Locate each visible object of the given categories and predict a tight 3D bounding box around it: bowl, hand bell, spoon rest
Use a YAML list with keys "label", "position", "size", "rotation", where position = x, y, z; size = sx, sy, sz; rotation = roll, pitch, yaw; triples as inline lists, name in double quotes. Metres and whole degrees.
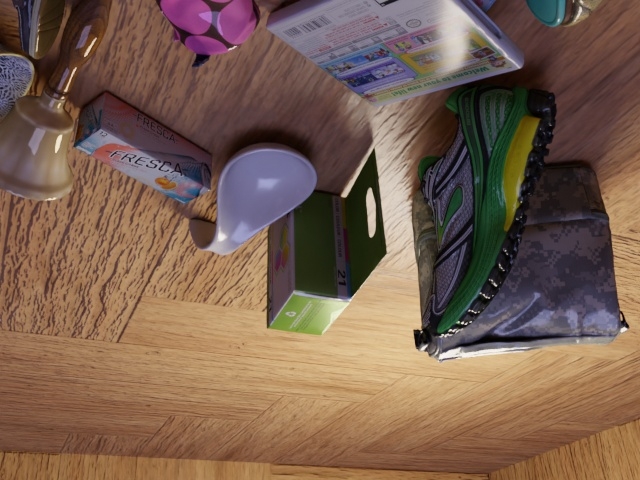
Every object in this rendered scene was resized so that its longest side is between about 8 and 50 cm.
- label: "bowl"
  position: [-0.411, -0.176, 0.754]
  size: [0.080, 0.170, 0.170]
  rotation: [50, 135, 0]
- label: "hand bell"
  position: [-0.292, -0.176, 0.770]
  size: [0.126, 0.126, 0.242]
  rotation: [19, 120, -33]
- label: "spoon rest"
  position: [-0.111, -0.052, 1.020]
  size: [0.137, 0.084, 0.276]
  rotation: [16, 145, -30]

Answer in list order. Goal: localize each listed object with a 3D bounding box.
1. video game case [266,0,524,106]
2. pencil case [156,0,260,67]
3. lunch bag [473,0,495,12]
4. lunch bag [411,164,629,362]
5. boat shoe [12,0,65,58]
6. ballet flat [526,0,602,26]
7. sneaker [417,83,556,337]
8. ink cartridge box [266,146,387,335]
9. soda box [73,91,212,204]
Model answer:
- label: "video game case"
  position: [0.079, -0.218, 0.752]
  size: [0.213, 0.023, 0.193]
  rotation: [-6, 156, 45]
- label: "pencil case"
  position: [-0.133, -0.270, 0.649]
  size: [0.098, 0.095, 0.209]
  rotation: [5, 150, 18]
- label: "lunch bag"
  position: [0.154, -0.276, 0.698]
  size: [0.071, 0.053, 0.083]
  rotation: [22, 120, -35]
- label: "lunch bag"
  position: [0.289, 0.049, 1.064]
  size: [0.305, 0.255, 0.212]
  rotation: [-5, 149, 3]
- label: "boat shoe"
  position: [-0.281, -0.255, 0.676]
  size: [0.049, 0.056, 0.152]
  rotation: [20, 121, -3]
- label: "ballet flat"
  position: [0.215, -0.332, 0.573]
  size: [0.123, 0.123, 0.348]
  rotation: [-13, 147, 15]
- label: "sneaker"
  position: [0.194, -0.036, 0.910]
  size: [0.146, 0.343, 0.134]
  rotation: [19, -169, 24]
- label: "ink cartridge box"
  position: [0.000, 0.000, 1.018]
  size: [0.097, 0.188, 0.255]
  rotation: [9, 146, -17]
- label: "soda box"
  position: [-0.229, -0.118, 0.914]
  size: [0.058, 0.062, 0.183]
  rotation: [-24, 144, 33]
